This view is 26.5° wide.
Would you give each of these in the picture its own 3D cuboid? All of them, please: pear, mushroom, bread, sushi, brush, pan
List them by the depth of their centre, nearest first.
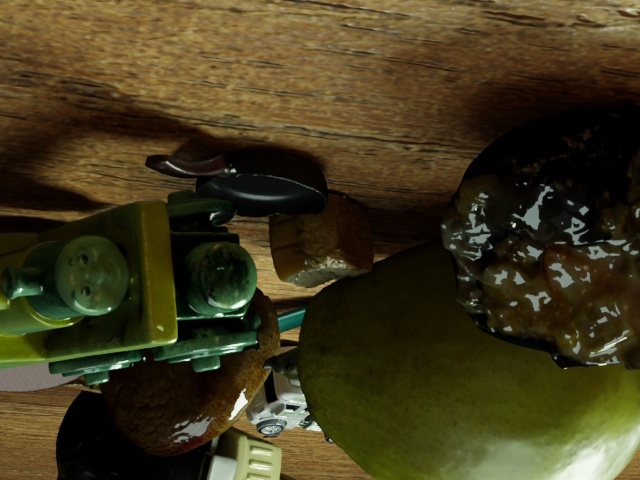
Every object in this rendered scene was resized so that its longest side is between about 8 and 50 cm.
[{"bbox_3d":[0.218,-0.005,1.054,0.200,0.204,0.213,19,130,24],"label":"sushi"},{"bbox_3d":[-0.076,-0.055,1.112,0.115,0.040,0.212,-9,165,29],"label":"pan"},{"bbox_3d":[-0.001,0.001,1.238,0.083,0.070,0.076,-16,157,35],"label":"bread"},{"bbox_3d":[0.131,0.124,1.286,0.375,0.287,0.287,3,162,6],"label":"pear"},{"bbox_3d":[-0.152,0.120,1.417,0.231,0.194,0.138,-23,115,38],"label":"mushroom"},{"bbox_3d":[-0.044,0.086,1.579,0.193,0.032,0.043,-20,151,21],"label":"brush"}]

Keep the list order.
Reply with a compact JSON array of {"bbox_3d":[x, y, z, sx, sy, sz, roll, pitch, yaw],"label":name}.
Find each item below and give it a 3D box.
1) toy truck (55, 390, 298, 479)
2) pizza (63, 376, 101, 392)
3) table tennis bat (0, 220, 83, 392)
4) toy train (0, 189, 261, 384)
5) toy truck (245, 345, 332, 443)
[{"bbox_3d":[-0.202,0.315,1.890,0.254,0.181,0.405,20,172,-32],"label":"toy truck"},{"bbox_3d":[-0.247,0.150,1.680,0.305,0.086,0.161,15,175,-42],"label":"pizza"},{"bbox_3d":[-0.263,0.057,1.336,0.310,0.038,0.200,-19,124,9],"label":"table tennis bat"},{"bbox_3d":[-0.210,0.044,1.117,0.237,0.150,0.369,-1,173,-36],"label":"toy train"},{"bbox_3d":[0.026,0.203,1.808,0.253,0.114,0.124,13,145,-33],"label":"toy truck"}]
